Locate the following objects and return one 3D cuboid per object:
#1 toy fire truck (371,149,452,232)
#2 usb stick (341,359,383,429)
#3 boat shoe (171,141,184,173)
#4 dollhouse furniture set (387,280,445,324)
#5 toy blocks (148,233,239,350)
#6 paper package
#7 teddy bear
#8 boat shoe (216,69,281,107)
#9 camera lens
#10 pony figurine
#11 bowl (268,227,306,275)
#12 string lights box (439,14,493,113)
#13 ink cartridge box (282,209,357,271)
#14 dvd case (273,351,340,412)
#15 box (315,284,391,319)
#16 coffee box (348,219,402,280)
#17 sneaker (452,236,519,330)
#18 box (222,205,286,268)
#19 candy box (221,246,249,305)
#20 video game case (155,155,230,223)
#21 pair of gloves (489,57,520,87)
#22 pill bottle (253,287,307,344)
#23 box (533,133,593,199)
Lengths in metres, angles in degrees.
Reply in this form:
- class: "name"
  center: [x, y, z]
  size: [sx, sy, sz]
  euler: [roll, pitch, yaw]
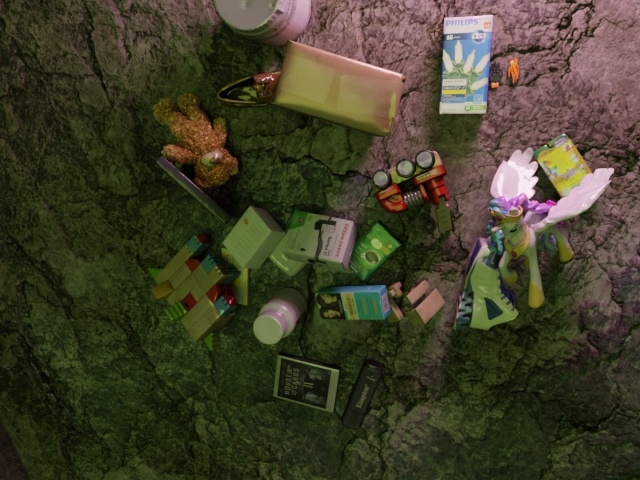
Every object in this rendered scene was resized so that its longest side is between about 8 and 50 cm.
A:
- class: "toy fire truck"
  center: [0.300, -0.127, 1.535]
  size: [0.216, 0.158, 0.247]
  euler: [-23, 87, 19]
- class: "usb stick"
  center: [0.147, 0.555, 1.788]
  size: [0.077, 0.045, 0.278]
  euler: [22, 108, 10]
- class: "boat shoe"
  center: [-0.504, -0.280, 1.761]
  size: [0.049, 0.043, 0.137]
  euler: [12, 105, 14]
- class: "dollhouse furniture set"
  center: [0.294, 0.194, 1.666]
  size: [0.144, 0.123, 0.151]
  euler: [57, 145, -3]
- class: "toy blocks"
  center: [-0.409, 0.158, 1.767]
  size: [0.261, 0.190, 0.381]
  euler: [-44, 70, 15]
- class: "paper package"
  center: [0.046, -0.413, 1.408]
  size: [0.324, 0.309, 0.168]
  euler: [15, 102, -3]
- class: "teddy bear"
  center: [-0.402, -0.337, 1.629]
  size: [0.113, 0.244, 0.338]
  euler: [-37, 65, 49]
- class: "boat shoe"
  center: [-0.179, -0.474, 1.587]
  size: [0.306, 0.104, 0.111]
  euler: [-10, 99, 17]
- class: "camera lens"
  center: [-0.160, -0.687, 1.438]
  size: [0.219, 0.274, 0.220]
  euler: [4, 105, 15]
- class: "pony figurine"
  center: [0.594, -0.048, 1.374]
  size: [0.302, 0.351, 0.364]
  euler: [21, 152, 48]
- class: "bowl"
  center: [-0.110, 0.044, 1.728]
  size: [0.142, 0.053, 0.142]
  euler: [42, 110, 4]
- class: "string lights box"
  center: [0.414, -0.495, 1.431]
  size: [0.133, 0.077, 0.260]
  euler: [3, 104, 16]
- class: "ink cartridge box"
  center: [0.000, 0.000, 1.626]
  size: [0.208, 0.087, 0.153]
  euler: [11, 71, 16]
- class: "dvd case"
  center: [-0.053, 0.523, 1.845]
  size: [0.238, 0.029, 0.180]
  euler: [11, 106, 12]
- class: "box"
  center: [0.107, 0.208, 1.671]
  size: [0.244, 0.060, 0.101]
  euler: [-6, 102, 33]
- class: "coffee box"
  center: [0.167, 0.034, 1.653]
  size: [0.113, 0.040, 0.184]
  euler: [44, 110, 3]
- class: "sneaker"
  center: [0.532, 0.151, 1.547]
  size: [0.182, 0.127, 0.316]
  euler: [12, 113, 9]
- class: "box"
  center: [-0.225, -0.008, 1.699]
  size: [0.170, 0.091, 0.130]
  euler: [-50, 64, 16]
- class: "candy box"
  center: [-0.309, 0.130, 1.818]
  size: [0.105, 0.027, 0.206]
  euler: [8, 105, 16]
- class: "video game case"
  center: [-0.410, -0.154, 1.642]
  size: [0.275, 0.248, 0.035]
  euler: [42, 83, -9]
- class: "pair of gloves"
  center: [0.529, -0.480, 1.439]
  size: [0.083, 0.010, 0.074]
  euler: [-3, 104, 19]
- class: "pill bottle"
  center: [-0.137, 0.257, 1.694]
  size: [0.131, 0.229, 0.131]
  euler: [4, 105, 15]
- class: "box"
  center: [0.704, -0.208, 1.442]
  size: [0.105, 0.043, 0.179]
  euler: [-33, 95, 21]
